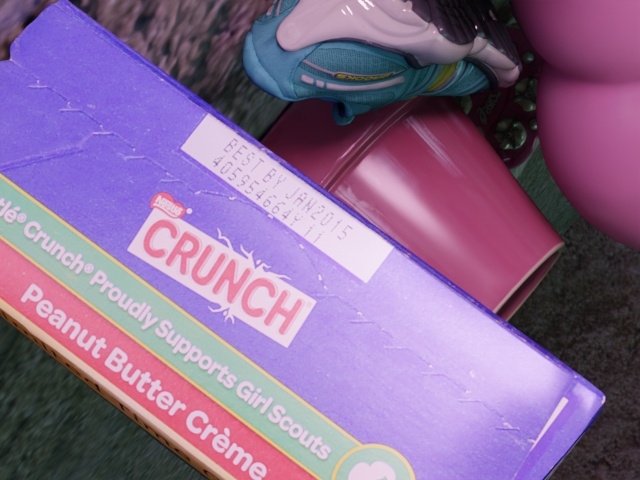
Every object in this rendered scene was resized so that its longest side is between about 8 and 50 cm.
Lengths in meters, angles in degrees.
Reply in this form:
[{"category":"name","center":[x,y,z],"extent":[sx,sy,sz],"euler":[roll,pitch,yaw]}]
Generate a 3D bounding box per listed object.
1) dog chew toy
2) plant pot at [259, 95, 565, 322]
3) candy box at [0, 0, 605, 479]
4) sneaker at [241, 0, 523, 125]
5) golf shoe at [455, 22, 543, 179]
[{"category":"dog chew toy","center":[0.202,-0.150,0.906],"extent":[0.206,0.207,0.331],"euler":[-43,123,-26]},{"category":"plant pot","center":[0.055,-0.008,1.035],"extent":[0.201,0.180,0.201],"euler":[-45,168,-12]},{"category":"candy box","center":[-0.024,0.055,0.718],"extent":[0.122,0.268,0.317],"euler":[-51,169,-9]},{"category":"sneaker","center":[0.037,-0.120,0.880],"extent":[0.110,0.107,0.275],"euler":[-32,171,20]},{"category":"golf shoe","center":[0.124,-0.061,1.312],"extent":[0.306,0.115,0.140],"euler":[-55,171,34]}]
